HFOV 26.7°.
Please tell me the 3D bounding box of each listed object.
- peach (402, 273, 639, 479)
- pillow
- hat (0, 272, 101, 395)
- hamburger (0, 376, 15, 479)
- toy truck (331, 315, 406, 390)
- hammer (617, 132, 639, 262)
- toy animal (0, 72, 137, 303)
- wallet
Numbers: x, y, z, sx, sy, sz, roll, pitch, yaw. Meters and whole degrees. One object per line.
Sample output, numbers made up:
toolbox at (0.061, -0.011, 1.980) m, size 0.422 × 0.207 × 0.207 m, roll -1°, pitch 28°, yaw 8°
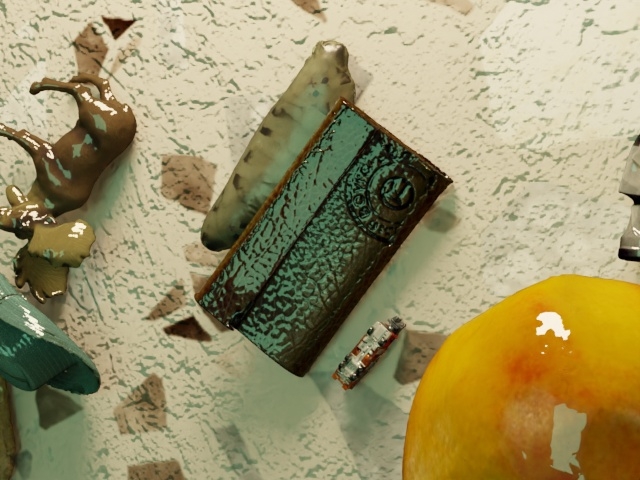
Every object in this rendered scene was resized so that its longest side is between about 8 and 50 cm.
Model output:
peach at (0.215, 0.193, 1.039) m, size 0.289 × 0.289 × 0.307 m, roll -14°, pitch 66°, yaw 23°
pillow at (-0.027, -0.077, 1.303) m, size 0.093 × 0.051 × 0.241 m, roll 35°, pitch 99°, yaw 12°
hat at (-0.311, 0.104, 1.373) m, size 0.191 × 0.138 × 0.078 m, roll 39°, pitch 70°, yaw 24°
hamburger at (-0.419, 0.211, 1.403) m, size 0.245 × 0.155 × 0.282 m, roll 37°, pitch 104°, yaw 27°
toy truck at (0.046, 0.104, 1.262) m, size 0.024 × 0.032 × 0.083 m, roll 45°, pitch 106°, yaw 25°
hammer at (0.454, -0.030, 1.080) m, size 0.427 × 0.044 × 0.152 m, roll 9°, pitch 88°, yaw 24°
toy animal at (-0.270, -0.060, 1.393) m, size 0.214 × 0.094 × 0.186 m, roll -44°, pitch 77°, yaw 7°
wallet at (0.000, 0.000, 1.269) m, size 0.133 × 0.039 × 0.243 m, roll 38°, pitch 101°, yaw 2°
